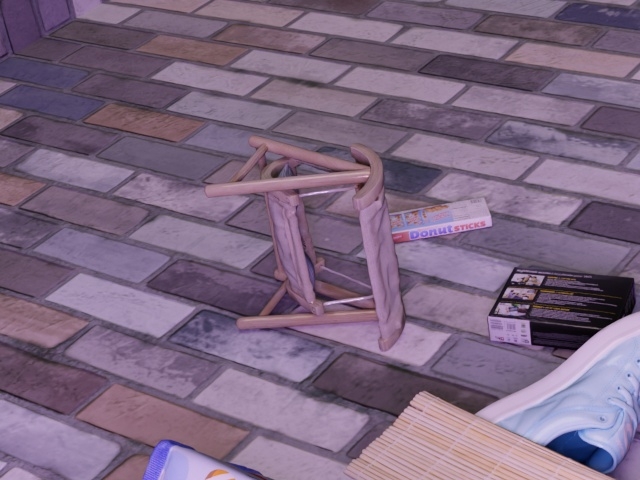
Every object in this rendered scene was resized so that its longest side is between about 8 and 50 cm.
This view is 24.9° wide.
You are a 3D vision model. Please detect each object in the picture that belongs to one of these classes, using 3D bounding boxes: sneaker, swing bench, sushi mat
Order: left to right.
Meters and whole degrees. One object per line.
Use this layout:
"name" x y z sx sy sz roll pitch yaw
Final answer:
"swing bench" 0.000 0.000 2.087 0.254 0.253 0.165 6 34 24
"sushi mat" 0.184 0.271 1.644 0.316 0.019 0.151 21 55 41
"sneaker" 0.343 0.219 1.756 0.366 0.135 0.150 -32 37 -13

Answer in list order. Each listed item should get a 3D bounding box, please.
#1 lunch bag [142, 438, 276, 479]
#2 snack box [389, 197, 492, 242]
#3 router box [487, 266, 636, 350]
"lunch bag" -0.060 0.434 1.371 0.328 0.239 0.385 17 81 37
"snack box" 0.179 -0.031 2.310 0.178 0.022 0.064 -10 32 1
"router box" 0.338 0.096 2.030 0.179 0.046 0.133 6 34 24
